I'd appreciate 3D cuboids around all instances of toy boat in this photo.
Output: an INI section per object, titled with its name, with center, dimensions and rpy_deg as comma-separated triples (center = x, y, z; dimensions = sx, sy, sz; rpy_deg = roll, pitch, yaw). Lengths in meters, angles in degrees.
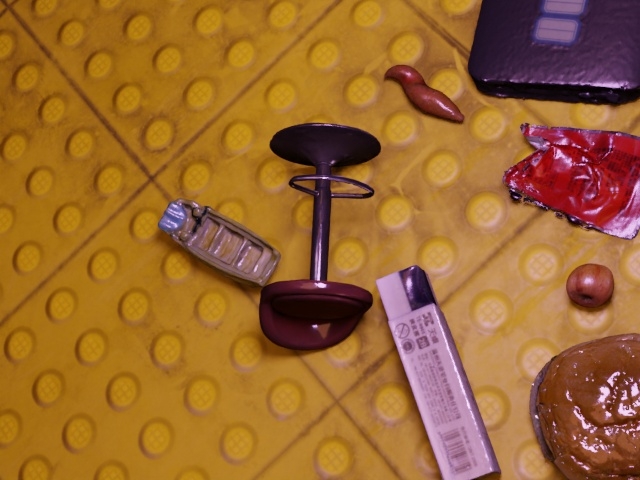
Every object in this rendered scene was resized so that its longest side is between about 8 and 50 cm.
[toy boat]
center = -0.203, 0.008, 2.023
dimensions = 0.276, 0.084, 0.111
rpy_deg = 27, 81, 21

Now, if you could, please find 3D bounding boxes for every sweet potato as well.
[sweet potato]
center = 0.210, -0.298, 1.987
dimensions = 0.202, 0.058, 0.055
rpy_deg = 44, 111, 24

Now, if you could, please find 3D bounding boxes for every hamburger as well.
[hamburger]
center = 0.502, 0.291, 1.661
dimensions = 0.284, 0.134, 0.266
rpy_deg = -17, 71, 11

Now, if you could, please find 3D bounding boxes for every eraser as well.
[eraser]
center = 0.212, 0.248, 1.795
dimensions = 0.098, 0.096, 0.404
rpy_deg = -23, 67, 12

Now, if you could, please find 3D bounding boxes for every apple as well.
[apple]
center = 0.487, 0.080, 1.763
dimensions = 0.084, 0.084, 0.071
rpy_deg = 6, 49, 21

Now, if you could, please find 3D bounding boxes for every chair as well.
[chair]
center = 0.000, 0.000, 1.876
dimensions = 0.226, 0.226, 0.401
rpy_deg = -2, 74, 18

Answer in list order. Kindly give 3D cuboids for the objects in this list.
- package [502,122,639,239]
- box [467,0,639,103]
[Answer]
[package]
center = 0.487, -0.128, 1.833
dimensions = 0.269, 0.071, 0.194
rpy_deg = 20, 95, 20
[box]
center = 0.485, -0.441, 1.918
dimensions = 0.359, 0.091, 0.350
rpy_deg = 8, 76, 21
